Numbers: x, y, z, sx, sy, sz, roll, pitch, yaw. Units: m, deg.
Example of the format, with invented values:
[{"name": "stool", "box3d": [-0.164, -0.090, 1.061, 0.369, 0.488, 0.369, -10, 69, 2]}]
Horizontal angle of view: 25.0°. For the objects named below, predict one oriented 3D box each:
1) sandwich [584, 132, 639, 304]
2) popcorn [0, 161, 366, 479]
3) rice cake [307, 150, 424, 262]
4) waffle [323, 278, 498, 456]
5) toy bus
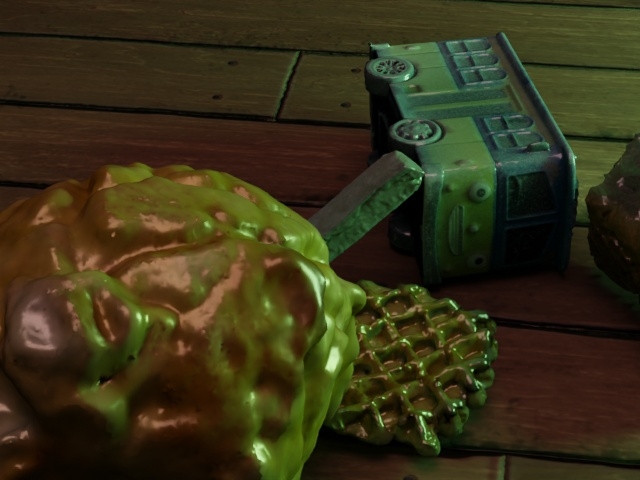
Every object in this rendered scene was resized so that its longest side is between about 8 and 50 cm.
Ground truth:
[{"name": "sandwich", "box3d": [0.416, -0.022, 1.429, 0.262, 0.131, 0.325, -29, 40, -3]}, {"name": "popcorn", "box3d": [-0.161, 0.100, 1.134, 0.354, 0.344, 0.390, 17, 44, 15]}, {"name": "rice cake", "box3d": [0.000, 0.000, 1.434, 0.245, 0.042, 0.045, -40, 40, 6]}, {"name": "waffle", "box3d": [0.064, 0.115, 1.363, 0.204, 0.054, 0.223, 11, 38, 17]}, {"name": "toy bus", "box3d": [0.157, -0.096, 1.586, 0.190, 0.152, 0.312, -6, 34, -6]}]
